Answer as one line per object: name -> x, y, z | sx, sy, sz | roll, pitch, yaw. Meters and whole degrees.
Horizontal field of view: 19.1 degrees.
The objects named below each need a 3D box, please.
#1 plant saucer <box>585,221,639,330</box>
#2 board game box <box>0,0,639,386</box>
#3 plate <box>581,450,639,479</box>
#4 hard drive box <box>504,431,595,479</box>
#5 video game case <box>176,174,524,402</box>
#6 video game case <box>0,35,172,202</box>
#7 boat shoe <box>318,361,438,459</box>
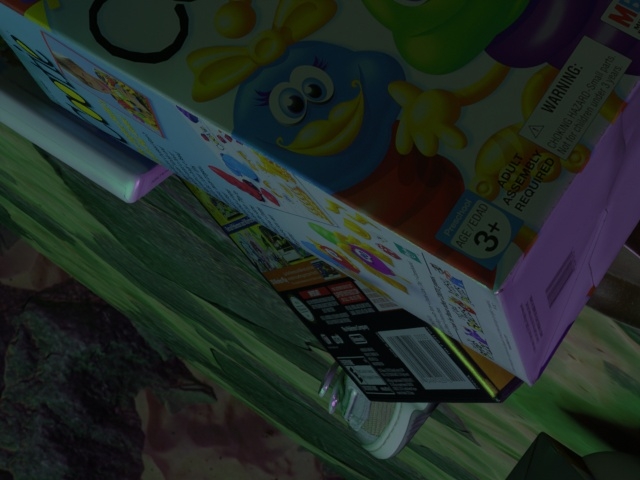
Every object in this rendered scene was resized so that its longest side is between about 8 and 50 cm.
plant saucer -> 0.141, -0.004, 1.056 | 0.168, 0.029, 0.168 | 34, 169, 8
board game box -> 0.007, -0.080, 0.822 | 0.275, 0.142, 0.144 | 31, 170, 19
plate -> 0.335, 0.253, 1.416 | 0.277, 0.045, 0.278 | 36, -175, -4
hard drive box -> 0.263, 0.273, 1.528 | 0.232, 0.089, 0.181 | 35, -175, -16
video game case -> 0.000, 0.000, 1.193 | 0.248, 0.035, 0.275 | 49, 166, -6
video game case -> -0.127, -0.121, 1.001 | 0.212, 0.193, 0.023 | 32, 130, 13
boat shoe -> 0.060, 0.090, 1.504 | 0.103, 0.118, 0.320 | 40, 166, 6
